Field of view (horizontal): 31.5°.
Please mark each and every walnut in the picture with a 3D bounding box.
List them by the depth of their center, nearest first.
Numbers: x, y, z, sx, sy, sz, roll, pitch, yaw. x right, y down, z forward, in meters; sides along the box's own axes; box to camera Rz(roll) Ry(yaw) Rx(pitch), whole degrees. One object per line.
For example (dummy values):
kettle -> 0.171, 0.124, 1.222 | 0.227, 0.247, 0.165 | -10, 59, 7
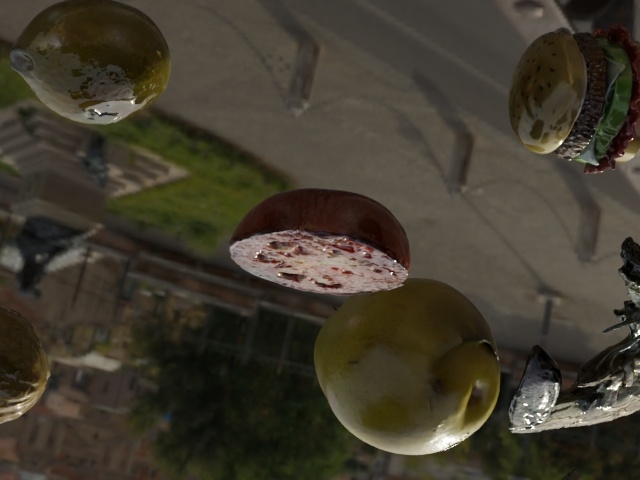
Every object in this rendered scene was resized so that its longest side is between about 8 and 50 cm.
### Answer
walnut -> -0.280, 0.094, 0.917 | 0.124, 0.105, 0.105 | 31, 159, -10

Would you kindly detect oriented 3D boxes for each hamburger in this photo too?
hamburger -> 0.286, -0.165, 1.283 | 0.137, 0.175, 0.175 | 6, 164, -13

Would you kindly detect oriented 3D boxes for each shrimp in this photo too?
shrimp -> 0.309, 0.110, 1.204 | 0.272, 0.085, 0.445 | -27, 152, 3

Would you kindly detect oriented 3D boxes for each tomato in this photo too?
tomato -> 0.001, -0.003, 1.381 | 0.225, 0.085, 0.225 | 5, 161, 2

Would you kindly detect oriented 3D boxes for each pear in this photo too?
pear -> 0.122, 0.191, 1.797 | 0.336, 0.284, 0.285 | 7, 162, 27

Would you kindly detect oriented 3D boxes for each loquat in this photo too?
loquat -> -0.265, -0.207, 1.312 | 0.152, 0.152, 0.195 | -5, -177, 44

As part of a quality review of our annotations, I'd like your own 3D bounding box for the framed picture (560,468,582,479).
framed picture -> 0.125, 0.227, 0.815 | 0.011, 0.109, 0.149 | 42, 146, 10
